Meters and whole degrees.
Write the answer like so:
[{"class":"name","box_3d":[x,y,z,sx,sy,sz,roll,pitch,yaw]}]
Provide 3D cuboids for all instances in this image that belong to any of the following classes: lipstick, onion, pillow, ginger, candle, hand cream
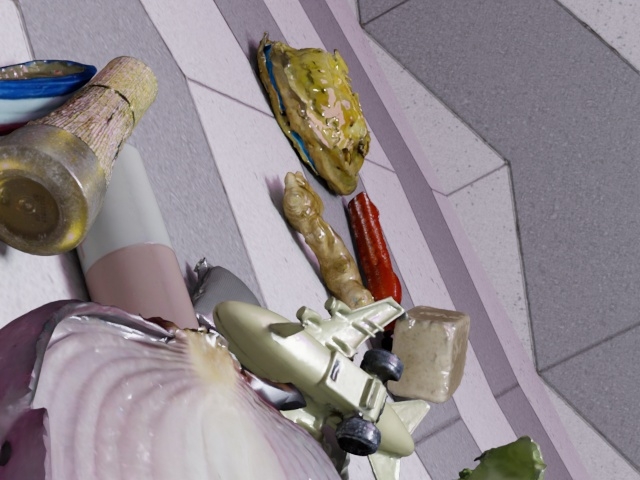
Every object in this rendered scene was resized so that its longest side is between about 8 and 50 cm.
[{"class":"lipstick","box_3d":[-0.130,0.048,0.936,0.070,0.070,0.254,39,26,-61]},{"class":"onion","box_3d":[-0.088,0.203,0.582,0.267,0.159,0.348,38,27,-37]},{"class":"pillow","box_3d":[-0.043,0.138,1.129,0.255,0.059,0.169,60,15,-10]},{"class":"ginger","box_3d":[0.000,0.000,1.617,0.176,0.052,0.193,52,8,-40]},{"class":"candle","box_3d":[0.083,0.033,1.865,0.048,0.051,0.329,56,13,-37]},{"class":"hand cream","box_3d":[-0.168,-0.075,0.906,0.084,0.084,0.203,57,29,-22]}]

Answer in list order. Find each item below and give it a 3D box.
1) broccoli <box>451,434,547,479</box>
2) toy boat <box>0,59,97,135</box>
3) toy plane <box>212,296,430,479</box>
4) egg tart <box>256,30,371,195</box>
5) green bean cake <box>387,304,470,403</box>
[{"class":"broccoli","box_3d":[0.133,0.318,1.213,0.302,0.186,0.254,41,64,-59]},{"class":"toy boat","box_3d":[-0.221,-0.106,0.927,0.229,0.080,0.046,-63,158,-75]},{"class":"toy plane","box_3d":[0.006,0.122,1.069,0.244,0.092,0.229,46,52,-34]},{"class":"egg tart","box_3d":[0.005,-0.205,1.942,0.291,0.107,0.291,58,12,-20]},{"class":"green bean cake","box_3d":[0.147,0.149,1.713,0.179,0.085,0.109,-4,101,-76]}]
